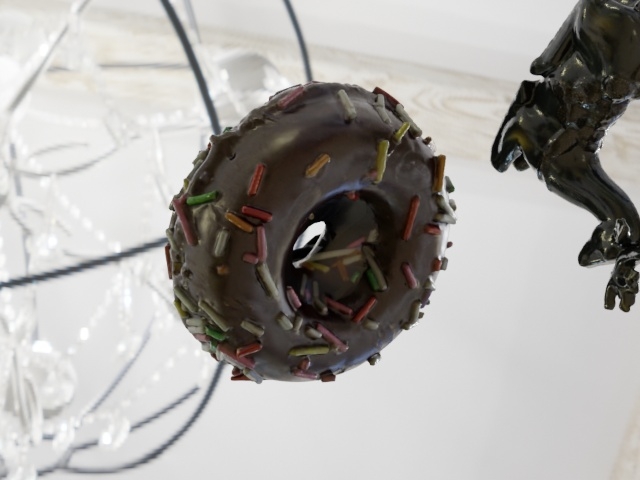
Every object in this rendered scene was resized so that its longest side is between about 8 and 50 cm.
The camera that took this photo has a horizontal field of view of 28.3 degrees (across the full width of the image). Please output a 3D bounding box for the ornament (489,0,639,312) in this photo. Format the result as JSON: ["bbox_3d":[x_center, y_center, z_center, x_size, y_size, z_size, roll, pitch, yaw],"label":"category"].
[{"bbox_3d":[0.245,-0.051,0.948,0.080,0.236,0.202,-8,-38,-36],"label":"ornament"}]

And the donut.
[{"bbox_3d":[0.000,0.000,1.042,0.270,0.103,0.269,-19,-56,-31],"label":"donut"}]
